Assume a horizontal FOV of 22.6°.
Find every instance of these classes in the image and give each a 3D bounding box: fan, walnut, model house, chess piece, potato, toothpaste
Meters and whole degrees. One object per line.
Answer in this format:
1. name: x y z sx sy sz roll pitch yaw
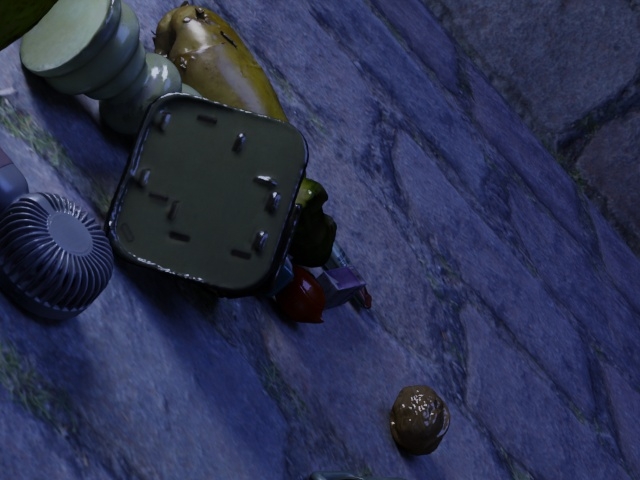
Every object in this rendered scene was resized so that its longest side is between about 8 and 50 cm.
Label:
1. fan: -0.309 -0.030 1.619 0.244 0.074 0.130 50 31 3
2. walnut: 0.134 0.242 2.157 0.079 0.082 0.096 77 7 -46
3. model house: -0.129 -0.015 1.942 0.205 0.218 0.279 17 -18 6
4. chess piece: -0.231 -0.189 1.963 0.251 0.144 0.144 45 21 -40
5. potato: -0.127 -0.178 2.155 0.300 0.140 0.173 60 13 -3
6. toothpaste: 0.000 0.000 2.306 0.239 0.039 0.062 53 13 -11

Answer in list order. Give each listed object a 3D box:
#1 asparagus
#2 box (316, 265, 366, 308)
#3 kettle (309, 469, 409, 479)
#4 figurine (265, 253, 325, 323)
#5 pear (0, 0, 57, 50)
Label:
1. asparagus: -0.025 -0.027 2.093 0.085 0.082 0.343 43 -5 12
2. box: 0.019 0.066 2.220 0.036 0.050 0.117 51 20 11
3. kettle: 0.051 0.318 1.856 0.148 0.127 0.098 12 78 -65
4. figurine: -0.043 0.052 2.077 0.140 0.068 0.075 46 19 -17
5. pear: -0.403 -0.318 1.464 0.391 0.391 0.391 45 22 -24
